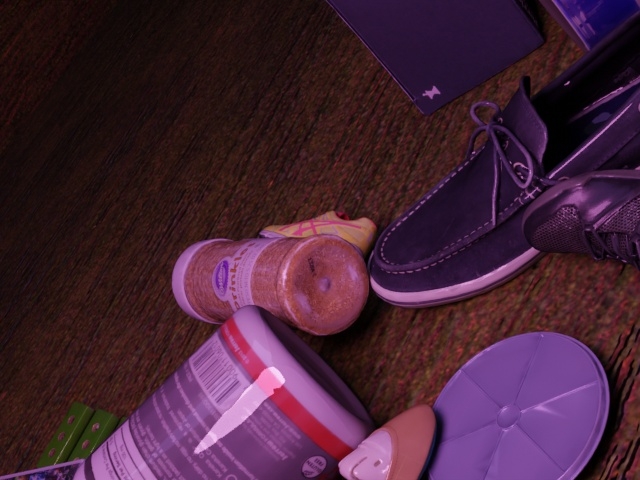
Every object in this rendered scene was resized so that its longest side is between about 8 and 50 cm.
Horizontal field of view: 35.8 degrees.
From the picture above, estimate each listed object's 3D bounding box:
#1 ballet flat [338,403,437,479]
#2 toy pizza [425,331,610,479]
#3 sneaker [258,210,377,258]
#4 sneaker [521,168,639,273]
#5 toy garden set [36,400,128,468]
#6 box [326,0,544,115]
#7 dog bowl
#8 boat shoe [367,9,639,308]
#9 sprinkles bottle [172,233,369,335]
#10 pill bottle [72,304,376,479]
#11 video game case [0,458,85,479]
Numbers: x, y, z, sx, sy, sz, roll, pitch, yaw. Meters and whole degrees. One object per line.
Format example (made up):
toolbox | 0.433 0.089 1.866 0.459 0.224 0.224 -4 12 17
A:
ballet flat | 0.038 0.255 0.960 0.232 0.073 0.080 -63 24 -11
toy pizza | 0.188 0.177 0.951 0.201 0.032 0.201 -30 34 24
sneaker | 0.000 0.000 1.363 0.208 0.081 0.094 10 53 47
sneaker | 0.299 -0.002 0.955 0.227 0.087 0.130 -5 45 28
toy garden set | -0.310 0.339 1.350 0.244 0.049 0.204 4 60 47
box | 0.150 -0.440 1.486 0.212 0.293 0.395 -29 34 26
dog bowl | 0.300 -0.356 1.228 0.104 0.265 0.265 -38 31 15
boat shoe | 0.242 -0.097 1.098 0.500 0.156 0.187 -33 34 22
sprinkles bottle | -0.076 0.054 1.286 0.121 0.121 0.355 -56 23 -19
pill bottle | -0.132 0.261 1.065 0.363 0.210 0.210 -44 30 2
video game case | -0.396 0.389 1.331 0.190 0.022 0.173 -19 46 35
